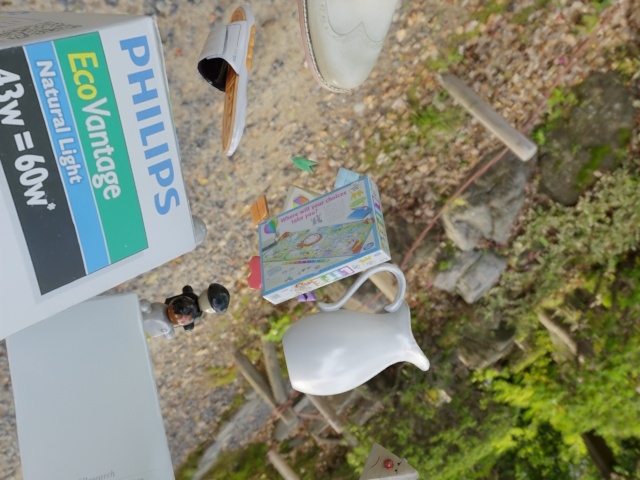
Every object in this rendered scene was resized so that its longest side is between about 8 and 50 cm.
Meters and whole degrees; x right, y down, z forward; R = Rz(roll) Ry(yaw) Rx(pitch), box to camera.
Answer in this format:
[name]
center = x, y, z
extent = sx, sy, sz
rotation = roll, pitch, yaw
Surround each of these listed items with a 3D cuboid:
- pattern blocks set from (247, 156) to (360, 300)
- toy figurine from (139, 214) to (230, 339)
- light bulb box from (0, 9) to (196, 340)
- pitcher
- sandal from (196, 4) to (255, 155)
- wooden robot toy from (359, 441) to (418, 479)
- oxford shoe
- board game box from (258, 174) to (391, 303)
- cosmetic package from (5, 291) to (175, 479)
[pattern blocks set]
center = -0.035, -0.022, 1.506
extent = 0.026, 0.285, 0.325
rotation = -14, 114, -68
[toy figurine]
center = -0.267, 0.062, 1.167
extent = 0.148, 0.213, 0.209
rotation = -16, 179, 11
[light bulb box]
center = -0.371, -0.064, 0.599
extent = 0.361, 0.358, 0.225
rotation = -28, 123, -39
[pitcher]
center = 0.044, 0.136, 1.020
extent = 0.207, 0.178, 0.125
rotation = -13, 178, -3
[sandal]
center = -0.155, -0.265, 1.055
extent = 0.076, 0.265, 0.102
rotation = 10, 158, -22
[wooden robot toy]
center = 0.054, 0.183, 0.331
extent = 0.079, 0.173, 0.076
rotation = -24, 137, 38
[oxford shoe]
center = 0.065, -0.383, 0.876
extent = 0.140, 0.146, 0.397
rotation = -3, 116, -24
[board game box]
center = 0.000, 0.000, 0.770
extent = 0.154, 0.103, 0.026
rotation = -22, 144, 23
[cosmetic package]
center = -0.260, 0.275, 0.777
extent = 0.156, 0.385, 0.217
rotation = -10, 160, -24
